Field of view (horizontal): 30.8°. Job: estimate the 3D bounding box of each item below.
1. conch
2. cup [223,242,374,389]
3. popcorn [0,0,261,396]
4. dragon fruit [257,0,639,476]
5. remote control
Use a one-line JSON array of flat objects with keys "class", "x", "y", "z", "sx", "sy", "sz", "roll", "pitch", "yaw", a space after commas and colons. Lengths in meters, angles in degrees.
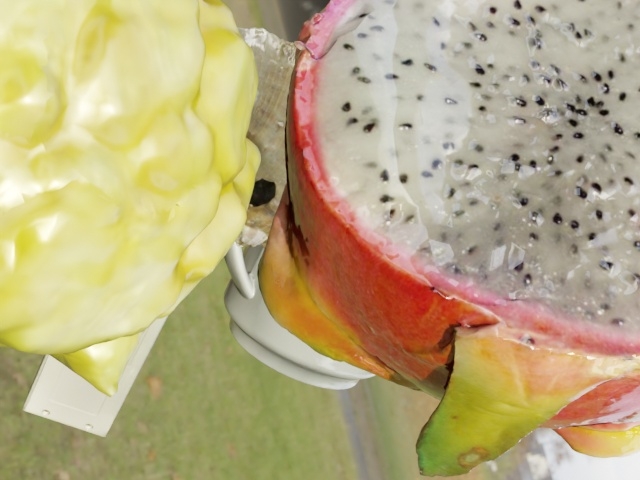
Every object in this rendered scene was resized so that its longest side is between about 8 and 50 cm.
[{"class": "conch", "x": -0.026, "y": -0.096, "z": 1.186, "sx": 0.324, "sy": 0.263, "sz": 0.186, "roll": 16, "pitch": 58, "yaw": -49}, {"class": "cup", "x": 0.000, "y": 0.000, "z": 1.497, "sx": 0.237, "sy": 0.323, "sz": 0.326, "roll": 45, "pitch": -66, "yaw": 49}, {"class": "popcorn", "x": -0.149, "y": -0.039, "z": 0.448, "sx": 0.249, "sy": 0.249, "sz": 0.225, "roll": 62, "pitch": 44, "yaw": -81}, {"class": "dragon fruit", "x": 0.105, "y": -0.021, "z": 0.611, "sx": 0.189, "sy": 0.291, "sz": 0.290, "roll": 104, "pitch": -24, "yaw": -58}, {"class": "remote control", "x": -0.240, "y": 0.107, "z": 1.285, "sx": 0.055, "sy": 0.103, "sz": 0.277, "roll": -83, "pitch": -161, "yaw": -50}]
